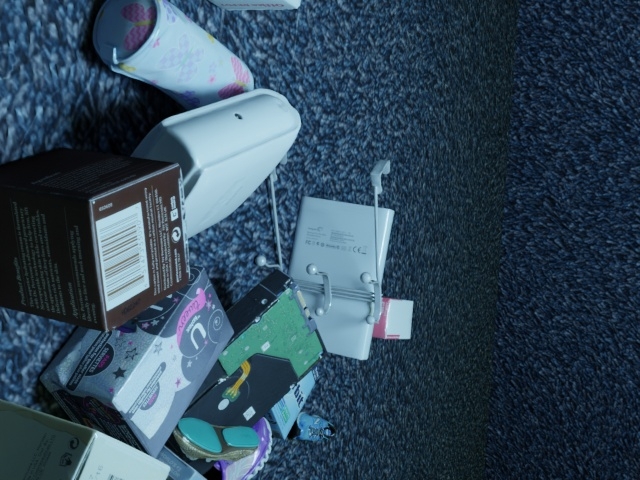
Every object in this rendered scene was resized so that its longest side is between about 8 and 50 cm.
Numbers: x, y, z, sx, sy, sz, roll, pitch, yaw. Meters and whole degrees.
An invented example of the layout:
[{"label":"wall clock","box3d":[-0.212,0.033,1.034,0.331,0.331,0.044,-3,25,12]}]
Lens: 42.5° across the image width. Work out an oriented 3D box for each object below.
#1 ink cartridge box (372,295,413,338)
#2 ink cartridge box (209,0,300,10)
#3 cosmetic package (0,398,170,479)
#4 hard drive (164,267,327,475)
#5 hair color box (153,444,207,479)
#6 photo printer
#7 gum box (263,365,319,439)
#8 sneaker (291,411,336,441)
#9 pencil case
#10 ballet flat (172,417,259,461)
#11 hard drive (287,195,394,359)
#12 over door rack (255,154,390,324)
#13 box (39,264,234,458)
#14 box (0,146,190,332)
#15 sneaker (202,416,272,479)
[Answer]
[{"label":"ink cartridge box","box3d":[0.076,0.160,1.811,0.159,0.218,0.092,14,81,-64]},{"label":"ink cartridge box","box3d":[-0.138,-0.426,1.241,0.212,0.154,0.093,17,82,-63]},{"label":"cosmetic package","box3d":[-0.342,0.239,0.895,0.113,0.310,0.160,-69,153,-21]},{"label":"hard drive","box3d":[-0.148,0.234,1.433,0.339,0.064,0.237,-42,141,-18]},{"label":"hair color box","box3d":[-0.197,0.447,1.312,0.113,0.185,0.374,-49,136,-19]},{"label":"photo printer","box3d":[-0.172,-0.100,1.217,0.256,0.107,0.307,-45,175,33]},{"label":"gum box","box3d":[-0.070,0.308,1.771,0.184,0.041,0.157,-59,147,-38]},{"label":"sneaker","box3d":[-0.011,0.434,1.900,0.162,0.073,0.063,15,86,-64]},{"label":"pencil case","box3d":[-0.210,-0.263,1.206,0.124,0.113,0.273,-50,154,6]},{"label":"ballet flat","box3d":[-0.185,0.341,1.366,0.067,0.073,0.206,-41,142,18]},{"label":"hard drive","box3d":[0.028,0.074,1.700,0.040,0.203,0.307,10,90,-64]},{"label":"over door rack","box3d":[0.000,0.000,1.584,0.108,0.240,0.324,-39,133,-61]},{"label":"box","box3d":[-0.261,0.166,1.220,0.247,0.142,0.163,-60,148,-36]},{"label":"box","box3d":[-0.295,-0.009,1.018,0.167,0.203,0.168,-36,130,-55]},{"label":"sneaker","box3d":[-0.175,0.416,1.551,0.236,0.095,0.104,-60,140,-34]}]
